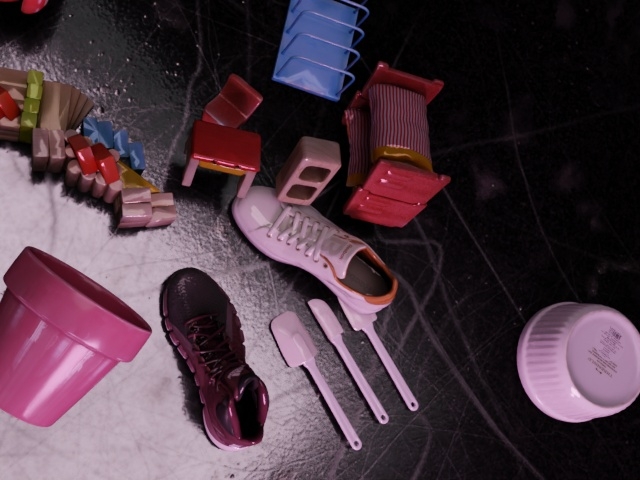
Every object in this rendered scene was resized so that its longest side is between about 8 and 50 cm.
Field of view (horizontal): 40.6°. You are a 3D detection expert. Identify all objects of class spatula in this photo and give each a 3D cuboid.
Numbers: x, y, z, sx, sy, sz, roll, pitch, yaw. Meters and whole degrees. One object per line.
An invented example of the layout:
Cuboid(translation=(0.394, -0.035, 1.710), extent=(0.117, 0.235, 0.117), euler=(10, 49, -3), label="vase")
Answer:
Cuboid(translation=(0.043, 0.195, 1.361), extent=(0.168, 0.019, 0.242), euler=(-29, 91, -28), label="spatula")

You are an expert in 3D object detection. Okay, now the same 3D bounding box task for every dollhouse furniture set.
Cuboid(translation=(-0.006, -0.167, 1.301), extent=(0.374, 0.152, 0.201), euler=(11, 57, -20), label="dollhouse furniture set")

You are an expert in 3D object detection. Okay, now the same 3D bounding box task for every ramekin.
Cuboid(translation=(0.447, 0.202, 1.457), extent=(0.207, 0.109, 0.207), euler=(4, 78, -19), label="ramekin")

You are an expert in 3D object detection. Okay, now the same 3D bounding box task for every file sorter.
Cuboid(translation=(0.008, -0.335, 1.399), extent=(0.118, 0.104, 0.170), euler=(16, 74, -17), label="file sorter")

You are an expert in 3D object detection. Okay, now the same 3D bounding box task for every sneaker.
Cuboid(translation=(0.000, 0.000, 1.321), extent=(0.290, 0.123, 0.105), euler=(33, 71, -5), label="sneaker")
Cuboid(translation=(-0.132, 0.162, 1.222), extent=(0.107, 0.162, 0.281), euler=(-20, 88, -22), label="sneaker")

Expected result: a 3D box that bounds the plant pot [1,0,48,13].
Cuboid(translation=(-0.444, -0.421, 1.205), extent=(0.174, 0.191, 0.191), euler=(23, 73, -18), label="plant pot")

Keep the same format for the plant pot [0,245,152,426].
Cuboid(translation=(-0.354, 0.136, 1.142), extent=(0.201, 0.201, 0.180), euler=(35, 86, -11), label="plant pot")

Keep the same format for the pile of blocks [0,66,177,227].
Cuboid(translation=(-0.346, -0.148, 1.230), extent=(0.362, 0.113, 0.148), euler=(32, 71, -12), label="pile of blocks")
